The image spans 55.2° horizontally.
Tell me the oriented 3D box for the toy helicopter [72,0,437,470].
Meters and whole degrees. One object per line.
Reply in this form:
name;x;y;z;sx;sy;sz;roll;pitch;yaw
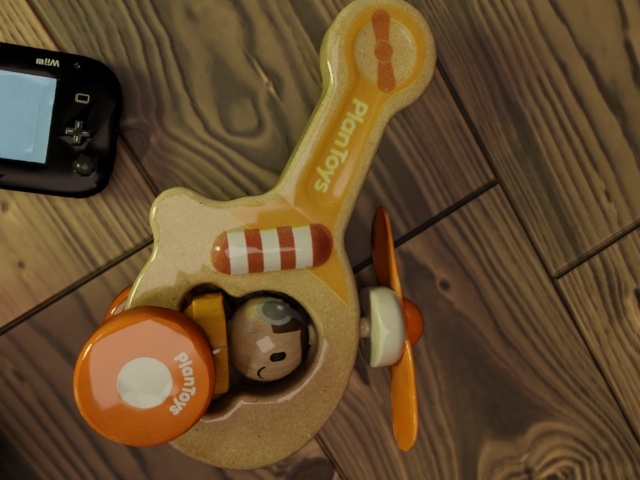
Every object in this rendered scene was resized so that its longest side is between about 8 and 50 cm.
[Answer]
toy helicopter;0.000;0.000;0.443;0.235;0.140;0.355;25;91;-13

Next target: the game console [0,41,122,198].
game console;-0.324;-0.116;0.424;0.361;0.044;0.213;7;96;-10
